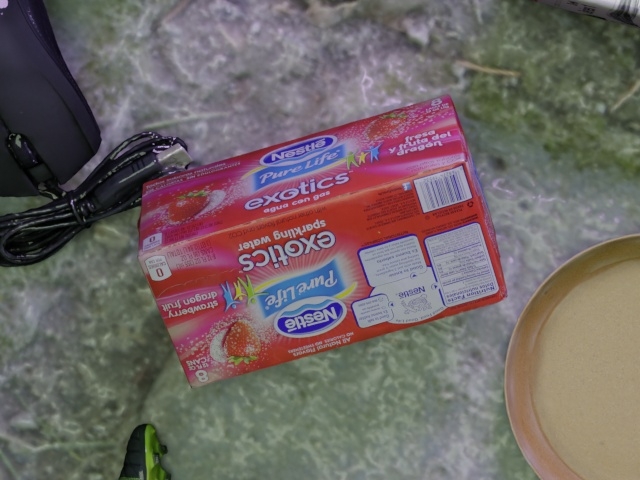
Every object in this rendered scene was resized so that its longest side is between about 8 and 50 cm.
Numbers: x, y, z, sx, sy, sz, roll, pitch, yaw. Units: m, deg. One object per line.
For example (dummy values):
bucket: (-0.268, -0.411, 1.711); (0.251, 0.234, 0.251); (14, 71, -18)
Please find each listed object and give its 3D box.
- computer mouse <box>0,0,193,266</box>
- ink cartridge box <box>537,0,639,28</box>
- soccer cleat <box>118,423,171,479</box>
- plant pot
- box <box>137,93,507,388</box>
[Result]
computer mouse: (-0.236, -0.109, 1.527); (0.188, 0.072, 0.272); (-26, 112, 10)
ink cartridge box: (0.249, -0.204, 1.476); (0.219, 0.160, 0.092); (14, 95, 5)
soccer cleat: (-0.162, 0.234, 1.594); (0.072, 0.060, 0.178); (6, 97, 6)
plant pot: (0.263, 0.110, 1.560); (0.236, 0.032, 0.236); (0, 93, 6)
box: (0.000, 0.000, 1.513); (0.257, 0.122, 0.128); (-17, 118, 6)
